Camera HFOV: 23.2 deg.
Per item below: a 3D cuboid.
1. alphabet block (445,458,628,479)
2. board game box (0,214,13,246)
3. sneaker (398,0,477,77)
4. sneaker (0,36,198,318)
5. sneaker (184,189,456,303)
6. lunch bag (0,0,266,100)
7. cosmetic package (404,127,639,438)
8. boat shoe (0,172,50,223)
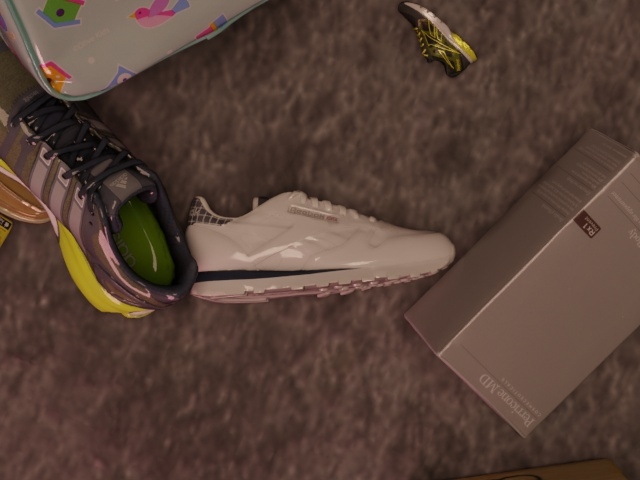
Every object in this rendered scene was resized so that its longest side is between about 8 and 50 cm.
[{"bbox_3d":[0.178,0.306,1.317,0.197,0.192,0.193,-8,96,0],"label":"alphabet block"},{"bbox_3d":[-0.396,0.019,1.325,0.194,0.060,0.194,33,68,-14],"label":"board game box"},{"bbox_3d":[0.097,-0.175,1.360,0.083,0.031,0.035,39,94,-2],"label":"sneaker"},{"bbox_3d":[-0.193,-0.063,1.290,0.111,0.121,0.300,-46,113,-25],"label":"sneaker"},{"bbox_3d":[0.000,0.000,1.351,0.235,0.090,0.095,-3,79,-3],"label":"sneaker"},{"bbox_3d":[-0.138,-0.259,1.187,0.279,0.108,0.224,-33,130,-13],"label":"lunch bag"},{"bbox_3d":[0.202,0.036,1.327,0.127,0.107,0.238,41,91,-23],"label":"cosmetic package"},{"bbox_3d":[-0.293,-0.092,1.337,0.190,0.072,0.068,40,54,-3],"label":"boat shoe"}]
